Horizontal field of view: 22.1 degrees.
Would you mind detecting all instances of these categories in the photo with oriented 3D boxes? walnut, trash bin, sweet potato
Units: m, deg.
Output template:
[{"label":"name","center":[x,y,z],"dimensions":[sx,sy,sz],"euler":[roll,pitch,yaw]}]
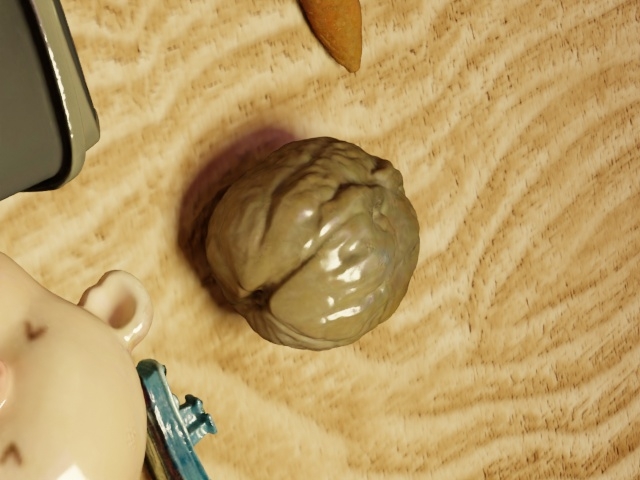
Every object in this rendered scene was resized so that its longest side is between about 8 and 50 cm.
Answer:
[{"label":"walnut","center":[0.001,-0.002,1.414],"dimensions":[0.230,0.178,0.178],"euler":[-52,130,-53]},{"label":"trash bin","center":[-0.276,-0.099,1.029],"dimensions":[0.290,0.182,0.209],"euler":[-36,119,-42]},{"label":"sweet potato","center":[0.002,-0.242,1.504],"dimensions":[0.055,0.058,0.202],"euler":[-31,117,-26]}]

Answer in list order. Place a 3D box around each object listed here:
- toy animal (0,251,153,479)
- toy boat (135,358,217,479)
[{"label":"toy animal","center":[-0.241,0.152,1.009],"dimensions":[0.277,0.246,0.345],"euler":[43,57,-47]},{"label":"toy boat","center":[-0.116,0.157,1.336],"dimensions":[0.061,0.060,0.137],"euler":[-29,111,-27]}]
